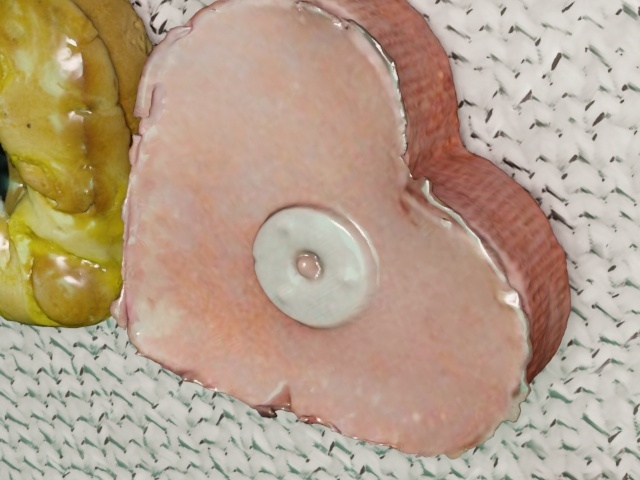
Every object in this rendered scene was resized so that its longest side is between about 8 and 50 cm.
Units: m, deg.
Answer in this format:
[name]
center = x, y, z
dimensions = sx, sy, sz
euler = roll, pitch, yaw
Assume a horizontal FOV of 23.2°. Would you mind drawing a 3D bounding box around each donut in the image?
[donut]
center = -0.210, -0.072, 1.072
dimensions = 0.209, 0.128, 0.261
euler = 14, 121, 18

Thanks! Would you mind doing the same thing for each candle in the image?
[candle]
center = 0.000, 0.000, 1.017
dimensions = 0.287, 0.131, 0.317
euler = -34, 90, 30
